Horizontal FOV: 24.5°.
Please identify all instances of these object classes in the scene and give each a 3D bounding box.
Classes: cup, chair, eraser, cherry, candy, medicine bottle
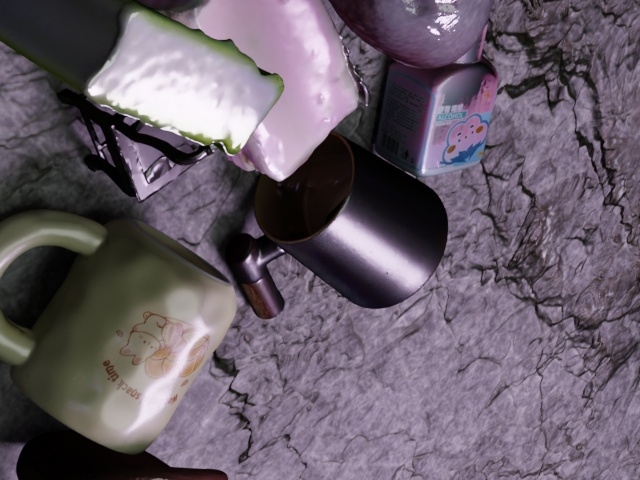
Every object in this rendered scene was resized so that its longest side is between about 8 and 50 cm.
[{"bbox_3d":[-0.233,0.072,1.524,0.202,0.255,0.173,-57,-177,2],"label":"cup"},{"bbox_3d":[0.013,0.004,1.693,0.177,0.166,0.239,33,89,-47],"label":"cup"},{"bbox_3d":[-0.261,0.372,1.606,0.227,0.226,0.400,8,109,-48],"label":"chair"},{"bbox_3d":[-0.141,-0.097,1.416,0.106,0.229,0.113,-38,134,-21],"label":"chair"},{"bbox_3d":[-0.186,-0.177,1.280,0.210,0.274,0.092,20,98,-51],"label":"eraser"},{"bbox_3d":[0.090,-0.287,1.493,0.266,0.184,0.213,55,29,-40],"label":"cherry"},{"bbox_3d":[-0.068,-0.198,1.510,0.155,0.116,0.265,-45,139,-13],"label":"candy"},{"bbox_3d":[0.144,-0.180,1.755,0.119,0.094,0.188,-13,124,-39],"label":"medicine bottle"}]
